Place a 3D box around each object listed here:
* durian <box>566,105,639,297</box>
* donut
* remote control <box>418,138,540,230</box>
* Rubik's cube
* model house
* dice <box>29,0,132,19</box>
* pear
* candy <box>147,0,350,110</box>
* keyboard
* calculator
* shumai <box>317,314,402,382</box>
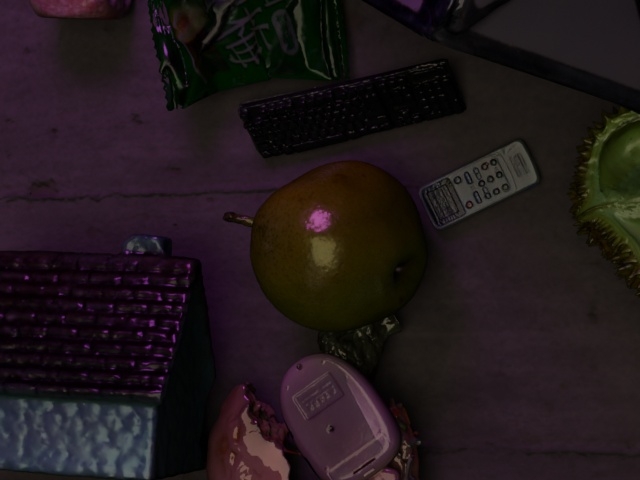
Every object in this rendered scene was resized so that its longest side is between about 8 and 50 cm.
[{"bbox_3d":[0.353,-0.033,1.706,0.237,0.176,0.200,40,115,15],"label":"durian"},{"bbox_3d":[-0.004,0.251,1.891,0.233,0.085,0.199,7,97,16],"label":"donut"},{"bbox_3d":[0.162,-0.056,1.842,0.124,0.018,0.053,-25,88,18],"label":"remote control"},{"bbox_3d":[0.188,-0.322,1.600,0.307,0.305,0.310,40,111,56],"label":"Rubik's cube"},{"bbox_3d":[-0.254,0.115,1.896,0.281,0.230,0.248,3,87,14],"label":"model house"},{"bbox_3d":[-0.254,-0.280,1.907,0.094,0.091,0.093,5,97,18],"label":"dice"},{"bbox_3d":[0.000,0.000,1.826,0.216,0.180,0.166,16,137,35],"label":"pear"},{"bbox_3d":[-0.074,-0.223,1.869,0.203,0.078,0.141,-10,104,5],"label":"candy"},{"bbox_3d":[0.031,-0.132,1.857,0.231,0.023,0.072,-12,127,18],"label":"keyboard"},{"bbox_3d":[0.023,0.190,1.822,0.103,0.024,0.166,-37,80,12],"label":"calculator"},{"bbox_3d":[0.048,0.106,1.869,0.080,0.082,0.083,-31,108,16],"label":"shumai"}]
